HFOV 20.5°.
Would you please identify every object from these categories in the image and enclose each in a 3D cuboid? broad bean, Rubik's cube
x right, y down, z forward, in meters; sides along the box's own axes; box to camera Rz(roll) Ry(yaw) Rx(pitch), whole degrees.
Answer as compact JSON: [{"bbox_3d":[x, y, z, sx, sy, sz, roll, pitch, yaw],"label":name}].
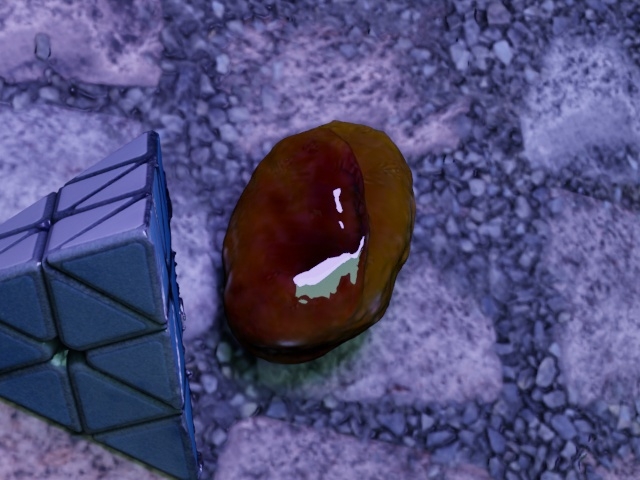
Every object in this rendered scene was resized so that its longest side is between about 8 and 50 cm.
[{"bbox_3d":[-0.002,0.001,1.530,0.156,0.122,0.228,16,61,11],"label":"broad bean"},{"bbox_3d":[-0.186,0.043,1.438,0.233,0.229,0.228,10,113,-55],"label":"Rubik's cube"}]
